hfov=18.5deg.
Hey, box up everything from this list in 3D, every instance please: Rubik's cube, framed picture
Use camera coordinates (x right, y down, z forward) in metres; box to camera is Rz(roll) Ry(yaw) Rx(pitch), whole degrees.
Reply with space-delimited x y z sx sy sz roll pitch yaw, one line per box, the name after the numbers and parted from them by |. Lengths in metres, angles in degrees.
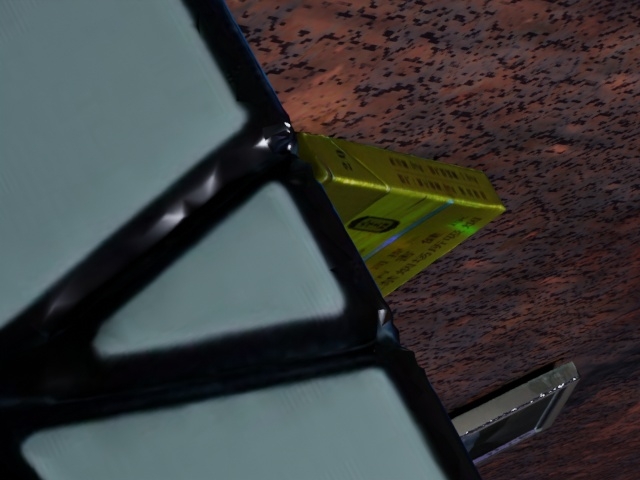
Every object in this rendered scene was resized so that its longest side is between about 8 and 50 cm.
-0.113 0.105 0.683 0.293 0.288 0.283 -24 162 -7 | Rubik's cube
0.082 0.177 1.577 0.260 0.023 0.189 -26 164 -9 | framed picture

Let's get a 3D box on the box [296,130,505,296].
0.000 0.000 0.965 0.121 0.030 0.193 -37 161 22 | box
